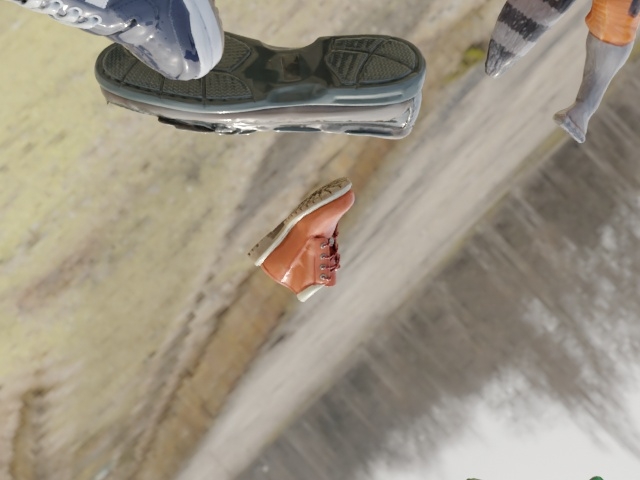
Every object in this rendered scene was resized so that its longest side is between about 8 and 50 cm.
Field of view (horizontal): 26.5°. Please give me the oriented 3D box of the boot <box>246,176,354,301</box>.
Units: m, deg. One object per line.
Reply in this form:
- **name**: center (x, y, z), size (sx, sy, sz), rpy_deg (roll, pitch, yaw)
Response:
- **boot**: center (0.000, 0.000, 1.341), size (0.059, 0.084, 0.158), rpy_deg (-40, 177, -44)

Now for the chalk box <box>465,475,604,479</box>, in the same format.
- **chalk box**: center (0.140, 0.260, 0.967), size (0.213, 0.132, 0.132), rpy_deg (-43, -160, -25)

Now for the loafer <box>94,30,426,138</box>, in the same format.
- **loafer**: center (-0.048, -0.114, 1.111), size (0.084, 0.267, 0.096), rpy_deg (89, 3, -47)

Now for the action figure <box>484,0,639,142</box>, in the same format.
- **action figure**: center (0.167, -0.281, 0.912), size (0.330, 0.341, 0.178), rpy_deg (-52, 154, 8)

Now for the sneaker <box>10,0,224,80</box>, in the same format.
- **sneaker**: center (-0.180, -0.160, 0.788), size (0.099, 0.282, 0.153), rpy_deg (13, -120, 46)
